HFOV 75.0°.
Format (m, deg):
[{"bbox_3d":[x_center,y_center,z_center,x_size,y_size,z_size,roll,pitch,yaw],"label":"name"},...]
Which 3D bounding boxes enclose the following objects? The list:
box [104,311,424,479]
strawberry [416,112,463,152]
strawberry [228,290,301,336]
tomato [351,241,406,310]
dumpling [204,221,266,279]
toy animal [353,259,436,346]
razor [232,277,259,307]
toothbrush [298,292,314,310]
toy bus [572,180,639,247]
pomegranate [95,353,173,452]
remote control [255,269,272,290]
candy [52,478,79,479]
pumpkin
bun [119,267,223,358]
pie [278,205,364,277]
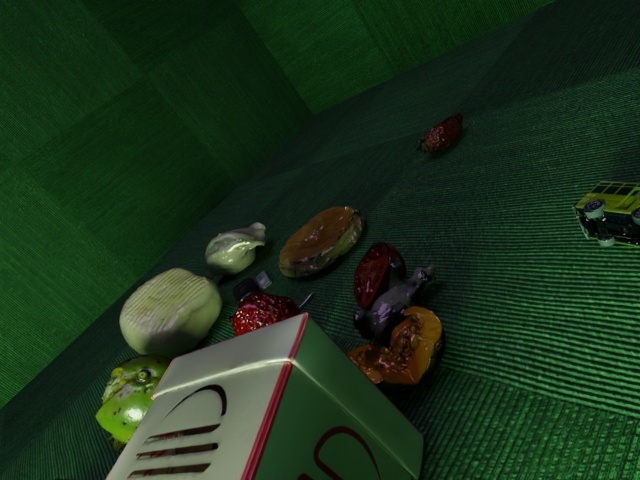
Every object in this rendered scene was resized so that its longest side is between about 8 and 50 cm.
[{"bbox_3d":[-0.079,0.338,0.576,0.314,0.312,0.300,-24,28,32],"label":"box"},{"bbox_3d":[0.419,-0.361,1.450,0.192,0.085,0.140,-30,-3,-40],"label":"strawberry"},{"bbox_3d":[-0.110,0.222,1.040,0.202,0.186,0.184,22,34,34],"label":"strawberry"},{"bbox_3d":[0.147,0.082,0.995,0.174,0.082,0.166,-110,40,-68],"label":"tomato"},{"bbox_3d":[-0.369,0.025,1.762,0.318,0.187,0.242,-31,27,26],"label":"dumpling"},{"bbox_3d":[0.167,0.126,0.870,0.094,0.121,0.225,25,62,31],"label":"toy animal"},{"bbox_3d":[-0.258,0.188,1.460,0.090,0.054,0.148,-40,23,-4],"label":"razor"},{"bbox_3d":[-0.070,0.210,1.192,0.017,0.014,0.162,23,62,44],"label":"toothbrush"},{"bbox_3d":[0.525,-0.042,0.680,0.101,0.088,0.175,-40,21,-9],"label":"toy bus"},{"bbox_3d":[-0.480,0.454,1.129,0.236,0.236,0.301,-89,21,-62],"label":"pomegranate"},{"bbox_3d":[-0.208,0.144,1.516,0.053,0.018,0.124,-40,23,-6],"label":"remote control"},{"bbox_3d":[-0.551,0.668,0.836,0.180,0.135,0.320,-9,29,14],"label":"candy"},{"bbox_3d":[0.144,0.211,0.747,0.184,0.107,0.119,-32,29,-4],"label":"pumpkin"},{"bbox_3d":[-0.518,0.266,1.505,0.361,0.213,0.361,-7,40,6],"label":"bun"},{"bbox_3d":[0.000,0.000,1.396,0.340,0.083,0.339,-33,21,14],"label":"pie"}]
